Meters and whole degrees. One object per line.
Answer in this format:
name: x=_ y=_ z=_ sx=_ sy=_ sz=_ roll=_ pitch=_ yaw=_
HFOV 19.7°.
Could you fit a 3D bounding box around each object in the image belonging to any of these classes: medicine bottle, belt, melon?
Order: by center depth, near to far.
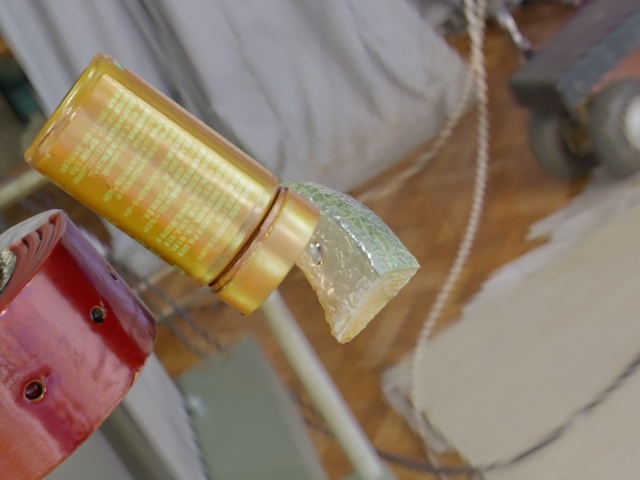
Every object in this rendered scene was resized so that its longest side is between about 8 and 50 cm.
medicine bottle: x=-0.103 y=-0.039 z=1.283 sx=0.096 sy=0.192 sz=0.096 roll=-51 pitch=11 yaw=14
belt: x=-0.241 y=0.088 z=1.340 sx=0.227 sy=0.115 sz=0.324 roll=-39 pitch=14 yaw=-5
melon: x=0.006 y=-0.004 z=1.690 sx=0.098 sy=0.054 sz=0.182 roll=-49 pitch=57 yaw=25
